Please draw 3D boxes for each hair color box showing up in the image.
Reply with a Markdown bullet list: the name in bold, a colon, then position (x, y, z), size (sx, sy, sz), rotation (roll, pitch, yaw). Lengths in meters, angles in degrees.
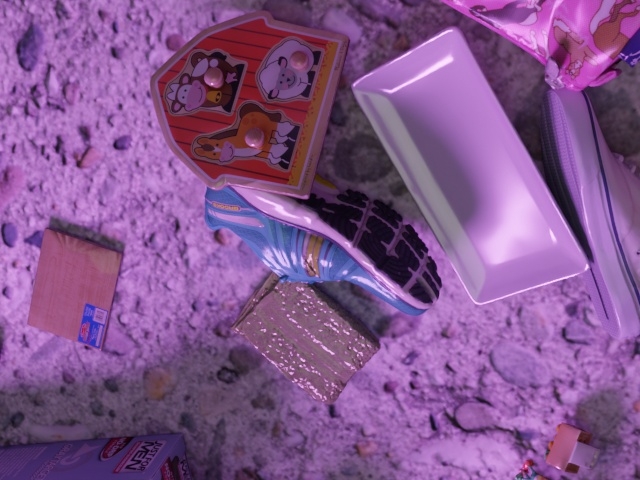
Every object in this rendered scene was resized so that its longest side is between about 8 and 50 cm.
- **hair color box**: position (-0.336, 0.353, 1.222), size (0.374, 0.113, 0.186), rotation (-7, 105, 14)

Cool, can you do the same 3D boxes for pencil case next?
- **pencil case**: position (0.133, -0.288, 0.892), size (0.386, 0.167, 0.160), rotation (32, 151, 2)

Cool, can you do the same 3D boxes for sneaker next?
- **sneaker**: position (0.286, -0.035, 0.980), size (0.091, 0.094, 0.258), rotation (-21, 103, -6)
- **sneaker**: position (0.000, 0.000, 1.052), size (0.275, 0.107, 0.110), rotation (30, 122, 12)

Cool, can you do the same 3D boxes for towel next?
- **towel**: position (-0.016, 0.103, 1.115), size (0.148, 0.027, 0.110), rotation (39, 110, 0)

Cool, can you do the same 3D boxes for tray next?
- **tray**: position (0.151, -0.070, 1.002), size (0.145, 0.030, 0.270), rotation (-23, 102, 43)

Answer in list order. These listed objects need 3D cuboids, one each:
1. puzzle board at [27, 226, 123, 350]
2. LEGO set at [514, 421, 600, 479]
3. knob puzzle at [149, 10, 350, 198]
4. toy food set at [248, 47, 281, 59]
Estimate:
- **puzzle board**: position (-0.286, 0.056, 1.172), size (0.096, 0.011, 0.128), rotation (18, 111, 6)
- **LEGO set**: position (0.233, 0.333, 1.112), size (0.132, 0.107, 0.287), rotation (-11, 102, -20)
- **knob puzzle**: position (-0.084, -0.144, 1.004), size (0.213, 0.030, 0.213), rotation (-3, 77, 12)
- **toy food set**: position (-0.056, -0.160, 1.046), size (0.083, 0.020, 0.083), rotation (27, 111, 3)
